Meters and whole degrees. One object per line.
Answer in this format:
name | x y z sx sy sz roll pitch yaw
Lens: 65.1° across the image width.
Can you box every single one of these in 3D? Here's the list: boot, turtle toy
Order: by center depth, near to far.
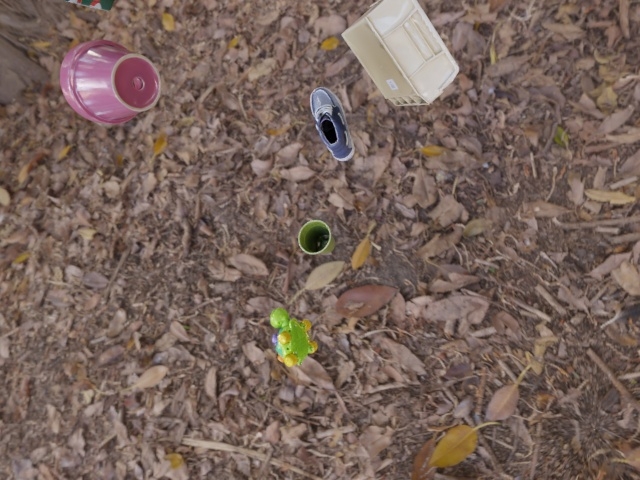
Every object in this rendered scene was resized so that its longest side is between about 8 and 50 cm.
turtle toy | -0.067 0.205 1.073 0.066 0.095 0.130 -15 93 40
boot | 0.017 -0.265 1.074 0.069 0.086 0.190 -28 70 13

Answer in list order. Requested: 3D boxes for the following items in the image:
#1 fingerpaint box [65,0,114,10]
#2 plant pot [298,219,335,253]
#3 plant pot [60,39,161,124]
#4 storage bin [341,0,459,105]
fingerpaint box | -0.591 -0.835 1.145 0.445 0.163 0.371 48 118 11
plant pot | 0.000 0.000 1.215 0.083 0.079 0.084 -5 75 21
plant pot | -0.487 -0.379 1.207 0.180 0.201 0.202 14 79 39
storage bin | 0.199 -0.483 1.290 0.123 0.260 0.262 -40 18 1
